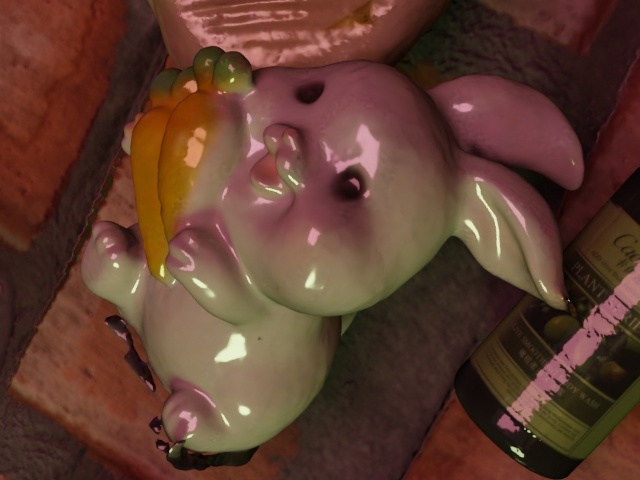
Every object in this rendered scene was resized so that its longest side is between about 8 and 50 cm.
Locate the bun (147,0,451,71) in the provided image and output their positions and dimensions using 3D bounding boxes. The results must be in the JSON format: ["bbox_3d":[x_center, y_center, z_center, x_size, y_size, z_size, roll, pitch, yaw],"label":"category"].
[{"bbox_3d":[-0.016,-0.212,0.856,0.259,0.160,0.259,3,102,14],"label":"bun"}]

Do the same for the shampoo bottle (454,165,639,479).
[{"bbox_3d":[0.209,0.021,0.779,0.101,0.101,0.284,44,105,18],"label":"shampoo bottle"}]

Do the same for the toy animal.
[{"bbox_3d":[-0.004,0.000,0.784,0.310,0.247,0.183,-45,35,29],"label":"toy animal"}]
